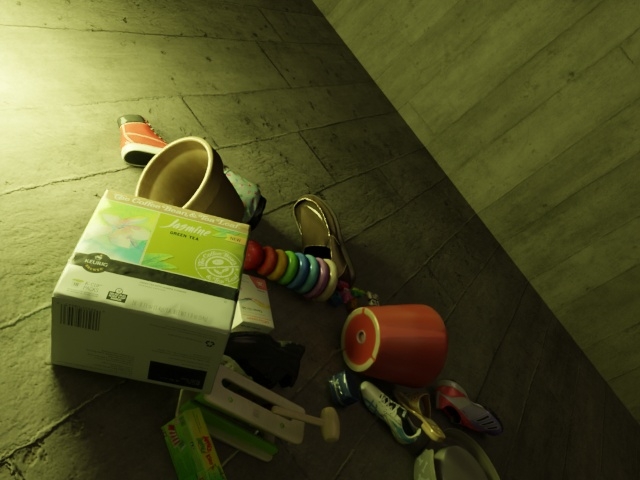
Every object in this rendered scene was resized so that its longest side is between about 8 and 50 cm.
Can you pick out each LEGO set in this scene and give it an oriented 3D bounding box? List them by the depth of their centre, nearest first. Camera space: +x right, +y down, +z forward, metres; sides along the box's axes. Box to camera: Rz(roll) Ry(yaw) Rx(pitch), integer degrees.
[{"bbox_3d":[0.109,0.215,1.937,0.227,0.087,0.093,23,43,-48],"label":"LEGO set"}]

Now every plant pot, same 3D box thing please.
[{"bbox_3d":[-0.330,-0.114,1.587,0.229,0.263,0.263,40,28,-50],"label":"plant pot"},{"bbox_3d":[0.214,0.316,1.812,0.243,0.275,0.275,13,47,-32],"label":"plant pot"}]

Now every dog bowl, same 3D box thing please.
[{"bbox_3d":[0.416,0.750,1.750,0.348,0.102,0.349,33,35,-27],"label":"dog bowl"}]

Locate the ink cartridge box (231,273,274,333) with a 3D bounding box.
[{"bbox_3d":[-0.194,0.192,1.577,0.115,0.067,0.198,19,44,-41],"label":"ink cartridge box"}]

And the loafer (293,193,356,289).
[{"bbox_3d":[0.000,0.000,1.967,0.130,0.133,0.366,0,57,-52],"label":"loafer"}]

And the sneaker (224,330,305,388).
[{"bbox_3d":[-0.150,0.304,1.476,0.286,0.109,0.130,24,64,-40],"label":"sneaker"}]

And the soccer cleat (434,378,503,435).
[{"bbox_3d":[0.513,0.612,2.040,0.318,0.108,0.116,41,52,-19],"label":"soccer cleat"}]

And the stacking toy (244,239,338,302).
[{"bbox_3d":[-0.109,0.080,1.755,0.330,0.141,0.141,22,41,-33],"label":"stacking toy"}]

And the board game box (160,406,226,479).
[{"bbox_3d":[-0.258,0.449,1.201,0.043,0.092,0.181,1,57,-52],"label":"board game box"}]

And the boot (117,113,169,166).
[{"bbox_3d":[-0.470,-0.287,1.712,0.244,0.088,0.176,13,46,-41],"label":"boot"}]

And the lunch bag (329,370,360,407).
[{"bbox_3d":[0.065,0.430,1.669,0.067,0.065,0.099,41,28,-47],"label":"lunch bag"}]

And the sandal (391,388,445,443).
[{"bbox_3d":[0.318,0.511,1.799,0.088,0.079,0.240,27,11,-37],"label":"sandal"}]

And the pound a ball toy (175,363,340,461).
[{"bbox_3d":[-0.133,0.373,1.332,0.319,0.208,0.136,34,35,-25],"label":"pound a ball toy"}]

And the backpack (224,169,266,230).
[{"bbox_3d":[-0.259,-0.127,1.786,0.182,0.115,0.152,35,37,-20],"label":"backpack"}]

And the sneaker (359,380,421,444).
[{"bbox_3d":[0.210,0.508,1.754,0.237,0.086,0.085,48,33,-3],"label":"sneaker"}]

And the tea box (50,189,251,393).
[{"bbox_3d":[-0.344,0.104,1.231,0.328,0.220,0.324,14,40,-11],"label":"tea box"}]
